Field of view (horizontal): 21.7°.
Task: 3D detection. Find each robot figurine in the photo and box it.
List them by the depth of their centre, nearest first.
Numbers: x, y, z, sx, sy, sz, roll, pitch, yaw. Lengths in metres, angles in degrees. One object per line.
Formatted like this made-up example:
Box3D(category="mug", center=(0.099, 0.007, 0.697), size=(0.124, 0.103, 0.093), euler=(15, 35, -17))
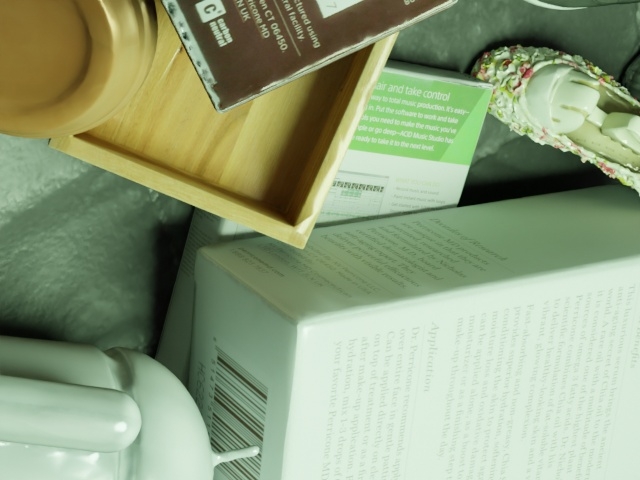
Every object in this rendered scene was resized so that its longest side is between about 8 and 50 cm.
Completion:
Box3D(category="robot figurine", center=(-0.230, 0.169, 1.204), size=(0.353, 0.300, 0.199), euler=(7, 65, -22))

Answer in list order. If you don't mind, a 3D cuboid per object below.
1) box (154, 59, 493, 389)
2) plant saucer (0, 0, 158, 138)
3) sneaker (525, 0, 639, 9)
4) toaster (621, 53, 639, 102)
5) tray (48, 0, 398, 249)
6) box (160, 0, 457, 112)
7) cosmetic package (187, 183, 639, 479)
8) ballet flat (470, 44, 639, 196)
Box3D(category="box", center=(0.000, 0.000, 1.397), size=(0.232, 0.058, 0.322), euler=(6, 109, -35))
Box3D(category="plant saucer", center=(-0.210, -0.148, 1.122), size=(0.200, 0.037, 0.200), euler=(6, 128, 8))
Box3D(category="sneaker", center=(0.313, -0.243, 1.434), size=(0.296, 0.147, 0.104), euler=(-13, 119, -27))
Box3D(category="toaster", center=(0.374, -0.110, 1.534), size=(0.129, 0.146, 0.227), euler=(-47, 129, -8))
Box3D(category="tray", center=(-0.026, -0.223, 1.219), size=(0.203, 0.076, 0.411), euler=(22, 98, -11))
Box3D(category="box", center=(-0.033, -0.201, 1.080), size=(0.167, 0.203, 0.168), euler=(-26, 104, -1))
Box3D(category="cosmetic package", center=(0.119, 0.103, 1.383), size=(0.453, 0.161, 0.230), euler=(-8, 116, -33))
Box3D(category="ballet flat", center=(0.244, -0.104, 1.420), size=(0.241, 0.077, 0.091), euler=(25, 83, -2))
